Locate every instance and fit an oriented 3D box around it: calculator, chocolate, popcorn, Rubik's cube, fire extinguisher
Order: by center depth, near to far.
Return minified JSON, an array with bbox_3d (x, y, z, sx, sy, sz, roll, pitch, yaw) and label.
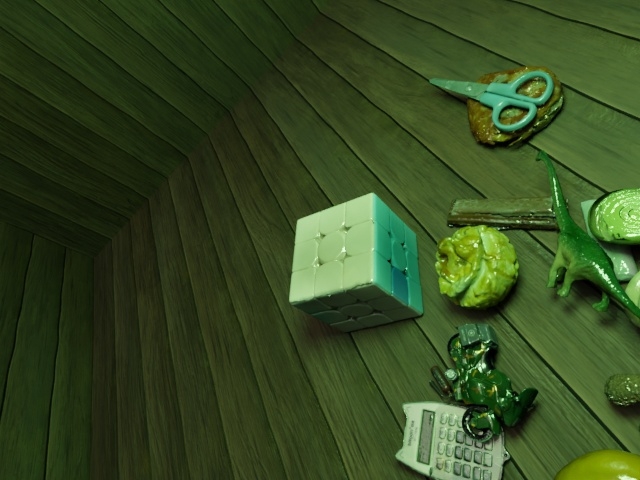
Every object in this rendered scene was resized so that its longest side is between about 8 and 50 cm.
[{"bbox_3d":[0.316,0.490,1.009,0.268,0.040,0.177,-3,63,39],"label":"calculator"},{"bbox_3d":[0.313,0.380,1.086,0.046,0.032,0.100,-34,40,6],"label":"fire extinguisher"},{"bbox_3d":[0.410,0.070,1.092,0.204,0.183,0.221,-6,74,53],"label":"popcorn"},{"bbox_3d":[0.511,-0.084,1.180,0.329,0.065,0.102,5,69,44],"label":"chocolate"},{"bbox_3d":[0.110,0.080,1.260,0.291,0.290,0.292,-19,53,32],"label":"Rubik's cube"}]

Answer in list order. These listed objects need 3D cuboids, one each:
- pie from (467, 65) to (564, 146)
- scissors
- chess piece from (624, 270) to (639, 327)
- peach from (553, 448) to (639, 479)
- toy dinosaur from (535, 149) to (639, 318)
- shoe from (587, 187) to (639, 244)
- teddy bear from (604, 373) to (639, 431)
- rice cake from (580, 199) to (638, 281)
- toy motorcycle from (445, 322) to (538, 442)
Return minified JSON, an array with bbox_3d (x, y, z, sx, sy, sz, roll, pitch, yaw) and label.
[{"bbox_3d":[0.599,-0.421,1.295,0.308,0.085,0.308,-21,53,31],"label":"pie"},{"bbox_3d":[0.506,-0.476,1.328,0.192,0.029,0.447,-56,42,8],"label":"scissors"},{"bbox_3d":[0.702,0.138,0.739,0.144,0.144,0.251,-50,10,5],"label":"chess piece"},{"bbox_3d":[0.541,0.506,0.736,0.251,0.153,0.251,-40,33,32],"label":"peach"},{"bbox_3d":[0.594,-0.018,0.920,0.447,0.087,0.301,-121,38,-66],"label":"toy dinosaur"},{"bbox_3d":[0.739,-0.036,0.904,0.262,0.128,0.140,-10,48,34],"label":"shoe"},{"bbox_3d":[0.681,0.277,0.760,0.251,0.129,0.182,-36,58,16],"label":"teddy bear"},{"bbox_3d":[0.687,-0.005,0.995,0.080,0.042,0.222,-16,54,35],"label":"rice cake"},{"bbox_3d":[0.399,0.320,0.986,0.187,0.125,0.275,-28,48,30],"label":"toy motorcycle"}]
